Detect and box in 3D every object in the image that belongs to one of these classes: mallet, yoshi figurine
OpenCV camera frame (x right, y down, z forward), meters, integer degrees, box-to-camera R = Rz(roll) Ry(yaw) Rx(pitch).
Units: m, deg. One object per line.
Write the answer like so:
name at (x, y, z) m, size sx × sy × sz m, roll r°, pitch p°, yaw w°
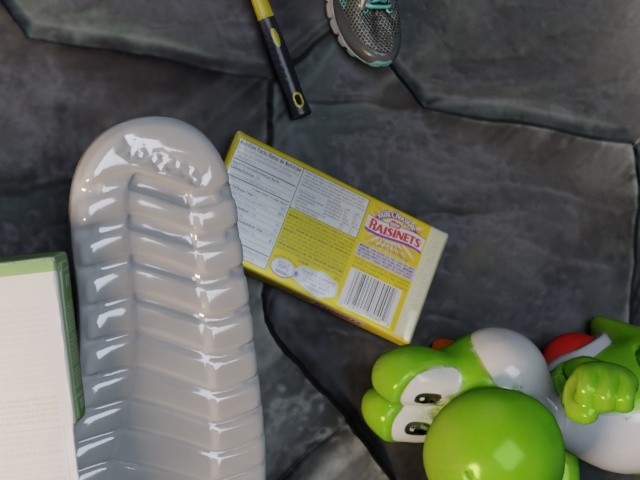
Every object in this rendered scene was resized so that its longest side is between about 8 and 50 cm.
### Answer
mallet at (-0.040, -0.198, 1.264) m, size 0.062 × 0.039 × 0.190 m, roll -29°, pitch 96°, yaw -19°
yoshi figurine at (0.218, 0.162, 1.216) m, size 0.362 × 0.203 × 0.203 m, roll 3°, pitch 86°, yaw -17°

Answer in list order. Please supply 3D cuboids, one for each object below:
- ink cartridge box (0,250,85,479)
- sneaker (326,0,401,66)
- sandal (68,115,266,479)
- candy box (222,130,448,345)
ink cartridge box at (-0.249, 0.133, 1.037) m, size 0.171 × 0.056 × 0.235 m, roll -6°, pitch 94°, yaw 0°
sneaker at (0.041, -0.233, 1.275) m, size 0.065 × 0.076 × 0.166 m, roll -9°, pitch 84°, yaw -21°
sandal at (-0.128, 0.114, 1.139) m, size 0.169 × 0.102 × 0.416 m, roll 4°, pitch 95°, yaw -23°
candy box at (0.000, 0.000, 1.247) m, size 0.206 × 0.027 × 0.105 m, roll 26°, pitch 71°, yaw -15°
